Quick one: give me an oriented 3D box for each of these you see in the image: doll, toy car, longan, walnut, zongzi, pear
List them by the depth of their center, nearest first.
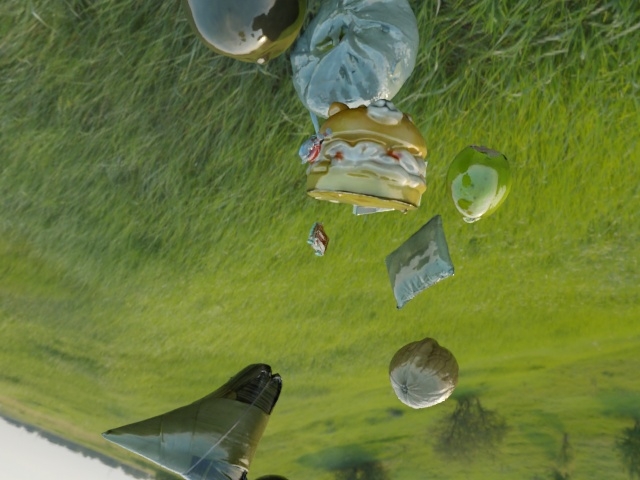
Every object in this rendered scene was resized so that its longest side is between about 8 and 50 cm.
[{"bbox_3d":[-0.018,-0.180,0.920,0.039,0.057,0.114,23,151,-17],"label":"doll"},{"bbox_3d":[-0.266,0.370,1.056,0.317,0.289,0.154,35,144,-17],"label":"zongzi"},{"bbox_3d":[0.000,0.000,1.226,0.035,0.059,0.122,10,156,25],"label":"toy car"},{"bbox_3d":[-0.196,-0.640,1.262,0.361,0.361,0.361,15,149,9],"label":"longan"},{"bbox_3d":[0.444,-0.153,1.342,0.188,0.187,0.219,15,112,10],"label":"pear"},{"bbox_3d":[0.334,0.423,1.525,0.228,0.228,0.228,15,149,9],"label":"walnut"}]

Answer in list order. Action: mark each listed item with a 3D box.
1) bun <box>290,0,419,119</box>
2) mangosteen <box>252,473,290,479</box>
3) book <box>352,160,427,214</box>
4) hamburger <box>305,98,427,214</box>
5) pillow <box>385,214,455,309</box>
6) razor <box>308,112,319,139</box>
[{"bbox_3d":[0.070,-0.481,1.177,0.355,0.354,0.194,-1,168,32],"label":"bun"},{"bbox_3d":[-0.132,0.791,1.364,0.228,0.228,0.265,7,173,22],"label":"mangosteen"},{"bbox_3d":[0.265,-0.201,1.804,0.290,0.026,0.201,-10,127,-18],"label":"book"},{"bbox_3d":[0.109,-0.189,1.046,0.276,0.236,0.276,10,178,0],"label":"hamburger"},{"bbox_3d":[0.282,0.072,1.386,0.075,0.184,0.302,3,153,-23],"label":"pillow"},{"bbox_3d":[-0.018,-0.370,1.430,0.068,0.040,0.135,-6,124,16],"label":"razor"}]
